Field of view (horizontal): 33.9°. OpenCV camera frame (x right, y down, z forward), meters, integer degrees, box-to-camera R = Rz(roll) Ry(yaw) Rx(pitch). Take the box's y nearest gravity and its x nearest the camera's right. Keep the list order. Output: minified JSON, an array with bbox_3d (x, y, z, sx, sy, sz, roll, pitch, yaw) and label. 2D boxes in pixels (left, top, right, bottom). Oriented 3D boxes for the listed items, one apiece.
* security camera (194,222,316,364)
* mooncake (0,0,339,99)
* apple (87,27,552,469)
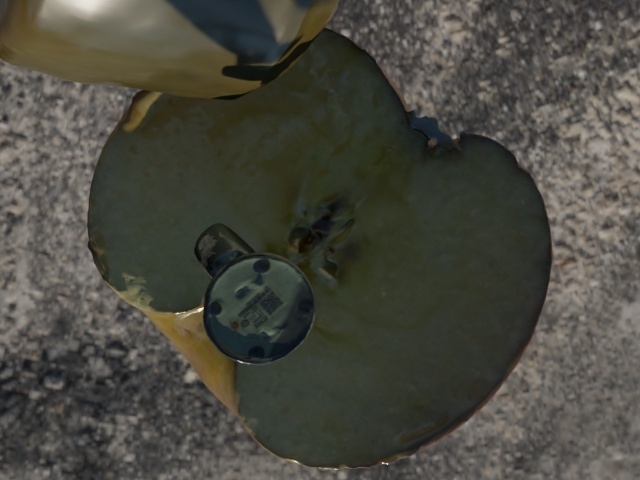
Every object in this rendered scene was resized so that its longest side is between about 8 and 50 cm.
[{"bbox_3d":[-0.039,0.023,0.535,0.058,0.092,0.058,-2,101,-12],"label":"security camera"},{"bbox_3d":[-0.070,-0.212,0.521,0.155,0.284,0.284,7,133,-24],"label":"mooncake"},{"bbox_3d":[0.000,0.000,0.733,0.251,0.163,0.293,-43,89,1],"label":"apple"}]
